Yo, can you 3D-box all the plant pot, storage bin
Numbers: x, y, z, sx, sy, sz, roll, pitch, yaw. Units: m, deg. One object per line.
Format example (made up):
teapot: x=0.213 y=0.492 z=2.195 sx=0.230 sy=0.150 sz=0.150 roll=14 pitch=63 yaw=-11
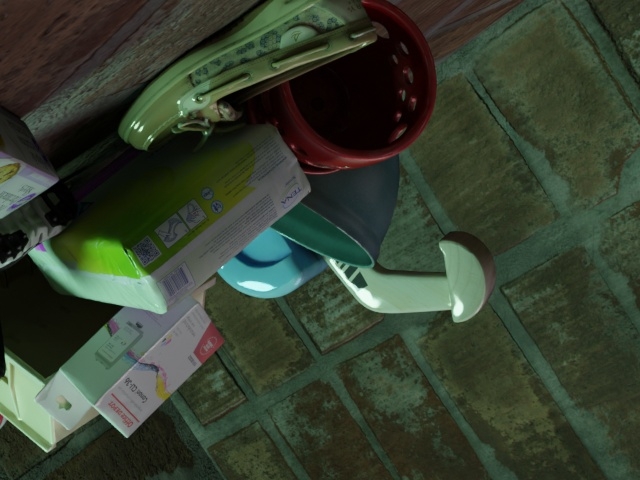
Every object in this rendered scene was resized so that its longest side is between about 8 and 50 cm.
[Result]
plant pot: x=-0.011 y=-0.118 z=1.584 sx=0.196 sy=0.293 sz=0.293 roll=-60 pitch=-175 yaw=-10
plant pot: x=0.014 y=-0.172 z=1.358 sx=0.191 sy=0.191 sz=0.174 roll=-33 pitch=-172 yaw=-19
storage bin: x=-0.314 y=0.085 z=1.452 sx=0.262 sy=0.260 sz=0.123 roll=-34 pitch=144 yaw=-39

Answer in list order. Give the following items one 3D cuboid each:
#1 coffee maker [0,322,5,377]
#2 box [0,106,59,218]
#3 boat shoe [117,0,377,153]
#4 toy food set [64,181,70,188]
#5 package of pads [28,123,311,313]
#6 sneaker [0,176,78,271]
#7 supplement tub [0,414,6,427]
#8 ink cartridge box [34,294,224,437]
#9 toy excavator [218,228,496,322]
coffee maker: x=-0.417 y=0.109 z=1.190 sx=0.178 sy=0.120 sz=0.171 roll=-10 pitch=-173 yaw=-6
box: x=-0.254 y=-0.065 z=0.842 sx=0.067 sy=0.063 sz=0.324 roll=-32 pitch=180 yaw=-4
boat shoe: x=-0.079 y=-0.163 z=1.191 sx=0.285 sy=0.089 sz=0.104 roll=-33 pitch=-179 yaw=18
toy food set: x=-0.351 y=-0.027 z=1.380 sx=0.122 sy=0.019 sz=0.078 roll=-43 pitch=-174 yaw=-38
package of pads: x=-0.173 y=-0.031 z=1.307 sx=0.229 sy=0.101 sz=0.296 roll=-41 pitch=-155 yaw=-25
sneaker: x=-0.340 y=0.002 z=1.194 sx=0.106 sy=0.078 sz=0.234 roll=-36 pitch=-179 yaw=23
supplement tub: x=-0.646 y=0.275 z=1.878 sx=0.191 sy=0.191 sz=0.272 roll=-34 pitch=180 yaw=38
ink cartridge box: x=-0.210 y=0.142 z=1.317 sx=0.198 sy=0.067 sz=0.115 roll=-45 pitch=152 yaw=-12
toy excavator: x=0.000 y=0.000 z=1.878 sx=0.433 sy=0.445 sz=0.222 roll=-33 pitch=180 yaw=23
